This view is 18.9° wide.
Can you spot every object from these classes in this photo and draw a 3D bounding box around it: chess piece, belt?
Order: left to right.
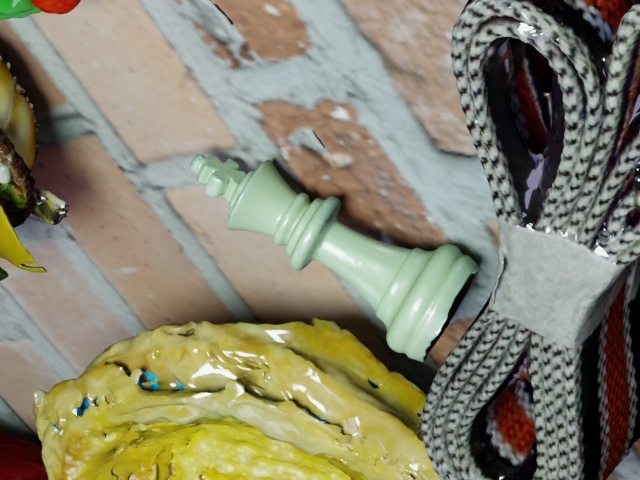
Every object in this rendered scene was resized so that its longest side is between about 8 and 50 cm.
[{"bbox_3d":[0.000,0.000,0.934,0.149,0.059,0.059,29,144,6],"label":"chess piece"},{"bbox_3d":[0.111,0.003,0.833,0.126,0.094,0.359,24,142,13],"label":"belt"}]

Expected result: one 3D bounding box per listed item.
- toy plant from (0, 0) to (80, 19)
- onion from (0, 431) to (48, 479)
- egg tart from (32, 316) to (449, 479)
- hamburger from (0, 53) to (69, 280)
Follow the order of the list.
[{"bbox_3d":[-0.178,-0.148,0.850,0.240,0.088,0.154,15,155,0],"label":"toy plant"},{"bbox_3d":[-0.229,0.268,1.210,0.341,0.341,0.341,18,142,14],"label":"onion"},{"bbox_3d":[-0.020,0.131,1.066,0.291,0.107,0.291,14,138,13],"label":"egg tart"},{"bbox_3d":[-0.209,-0.053,0.968,0.164,0.093,0.189,12,147,30],"label":"hamburger"}]
